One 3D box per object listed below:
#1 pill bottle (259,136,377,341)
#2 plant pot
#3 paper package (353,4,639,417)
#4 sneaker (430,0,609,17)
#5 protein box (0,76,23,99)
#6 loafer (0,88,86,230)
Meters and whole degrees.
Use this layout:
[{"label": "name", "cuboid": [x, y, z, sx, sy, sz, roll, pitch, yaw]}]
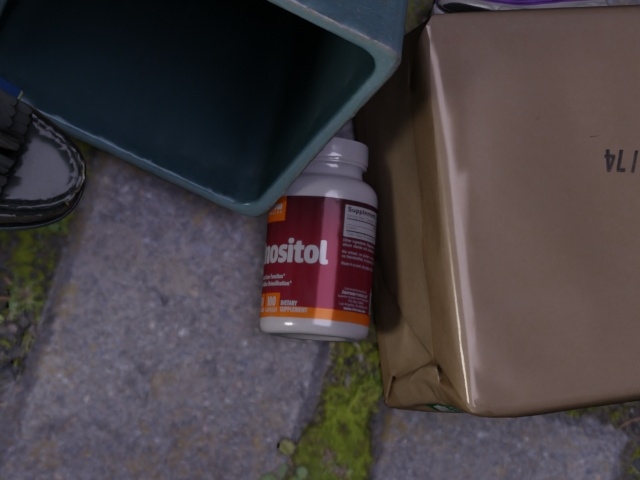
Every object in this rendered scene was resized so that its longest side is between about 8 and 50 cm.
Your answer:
[{"label": "pill bottle", "cuboid": [0.000, 0.000, 1.040, 0.086, 0.086, 0.152, 7, 81, -18]}, {"label": "plant pot", "cuboid": [-0.078, -0.214, 0.964, 0.247, 0.248, 0.252, 24, 57, -15]}, {"label": "paper package", "cuboid": [0.211, -0.025, 1.073, 0.325, 0.168, 0.309, -5, 85, -20]}, {"label": "sneaker", "cuboid": [0.164, -0.205, 1.142, 0.170, 0.068, 0.071, -7, 71, -28]}, {"label": "protein box", "cuboid": [-0.344, -0.059, 0.903, 0.200, 0.136, 0.201, 32, 75, -13]}, {"label": "loafer", "cuboid": [-0.267, -0.075, 0.813, 0.267, 0.084, 0.096, 20, 76, -16]}]
